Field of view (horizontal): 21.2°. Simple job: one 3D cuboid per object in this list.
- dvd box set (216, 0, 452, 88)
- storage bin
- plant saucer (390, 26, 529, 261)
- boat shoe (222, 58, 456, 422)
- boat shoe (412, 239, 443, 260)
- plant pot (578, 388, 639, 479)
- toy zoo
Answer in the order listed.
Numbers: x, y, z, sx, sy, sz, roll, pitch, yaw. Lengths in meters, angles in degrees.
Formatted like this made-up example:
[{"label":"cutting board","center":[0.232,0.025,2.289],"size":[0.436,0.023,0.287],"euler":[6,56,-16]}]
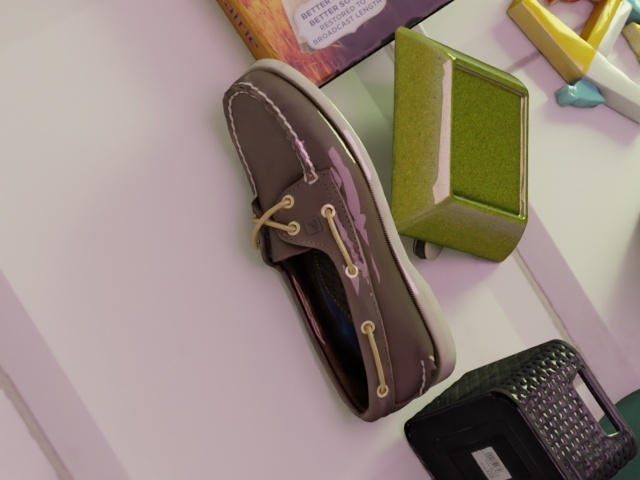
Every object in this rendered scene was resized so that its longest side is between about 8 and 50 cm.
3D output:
[{"label":"dvd box set","center":[-0.018,-0.377,1.560],"size":[0.307,0.062,0.420],"euler":[-33,92,-13]},{"label":"storage bin","center":[0.169,0.171,1.472],"size":[0.084,0.180,0.122],"euler":[-35,92,-31]},{"label":"plant saucer","center":[0.137,-0.086,1.559],"size":[0.188,0.045,0.188],"euler":[15,74,-51]},{"label":"boat shoe","center":[0.000,0.000,1.477],"size":[0.096,0.116,0.324],"euler":[-31,96,-35]},{"label":"boat shoe","center":[0.099,-0.046,1.584],"size":[0.043,0.049,0.137],"euler":[4,70,18]},{"label":"plant pot","center":[0.413,0.249,1.547],"size":[0.293,0.235,0.293],"euler":[8,72,-26]},{"label":"toy zoo","center":[0.308,-0.251,1.765],"size":[0.192,0.030,0.293],"euler":[38,60,-13]}]
